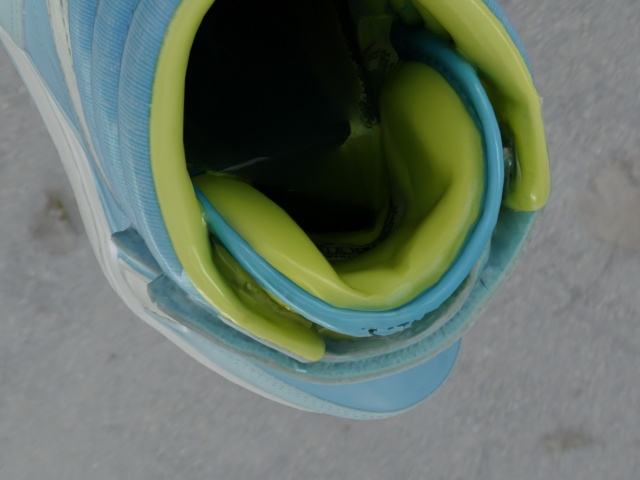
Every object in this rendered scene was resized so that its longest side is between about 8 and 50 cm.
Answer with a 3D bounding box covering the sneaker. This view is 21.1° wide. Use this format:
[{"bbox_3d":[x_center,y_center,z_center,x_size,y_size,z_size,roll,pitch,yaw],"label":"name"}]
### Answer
[{"bbox_3d":[0.000,0.000,0.519,0.127,0.208,0.319,-37,135,-4],"label":"sneaker"}]
